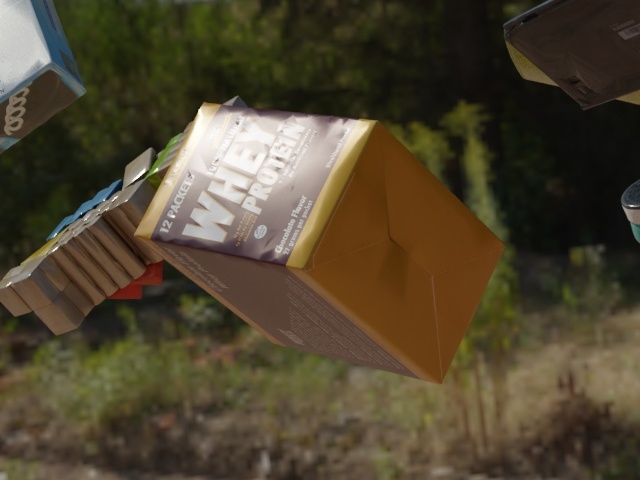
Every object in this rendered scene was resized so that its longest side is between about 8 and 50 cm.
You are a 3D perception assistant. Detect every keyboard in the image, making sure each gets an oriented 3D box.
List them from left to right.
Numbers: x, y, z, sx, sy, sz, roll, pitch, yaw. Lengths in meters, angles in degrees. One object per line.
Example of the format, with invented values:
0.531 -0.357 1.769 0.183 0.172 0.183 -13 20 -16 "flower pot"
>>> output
0.314 -0.172 1.563 0.033 0.201 0.317 -59 19 -22 "keyboard"

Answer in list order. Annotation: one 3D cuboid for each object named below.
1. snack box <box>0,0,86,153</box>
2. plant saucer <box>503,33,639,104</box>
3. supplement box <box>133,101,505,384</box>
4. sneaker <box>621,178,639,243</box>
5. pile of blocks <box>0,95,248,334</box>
-0.388 -0.126 1.712 0.322 0.187 0.060 -34 -40 11 "snack box"
0.291 -0.191 1.934 0.188 0.045 0.188 13 13 6 "plant saucer"
0.000 0.000 1.403 0.194 0.129 0.191 10 -23 44 "supplement box"
0.503 -0.006 1.991 0.295 0.178 0.124 -12 26 23 "sneaker"
-0.202 -0.013 2.037 0.362 0.113 0.149 -35 19 13 "pile of blocks"
